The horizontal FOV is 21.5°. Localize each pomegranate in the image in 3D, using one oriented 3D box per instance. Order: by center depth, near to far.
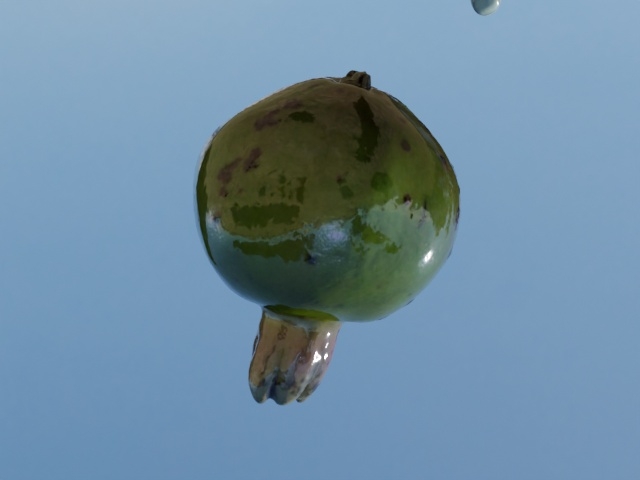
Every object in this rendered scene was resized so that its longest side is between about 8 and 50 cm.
[{"bbox_3d":[0.004,-0.001,0.453,0.073,0.084,0.073,-17,-168,4],"label":"pomegranate"}]

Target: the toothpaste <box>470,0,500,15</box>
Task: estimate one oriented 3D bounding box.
[{"bbox_3d":[0.041,-0.106,0.443,0.021,0.037,0.140,-3,-133,5],"label":"toothpaste"}]
